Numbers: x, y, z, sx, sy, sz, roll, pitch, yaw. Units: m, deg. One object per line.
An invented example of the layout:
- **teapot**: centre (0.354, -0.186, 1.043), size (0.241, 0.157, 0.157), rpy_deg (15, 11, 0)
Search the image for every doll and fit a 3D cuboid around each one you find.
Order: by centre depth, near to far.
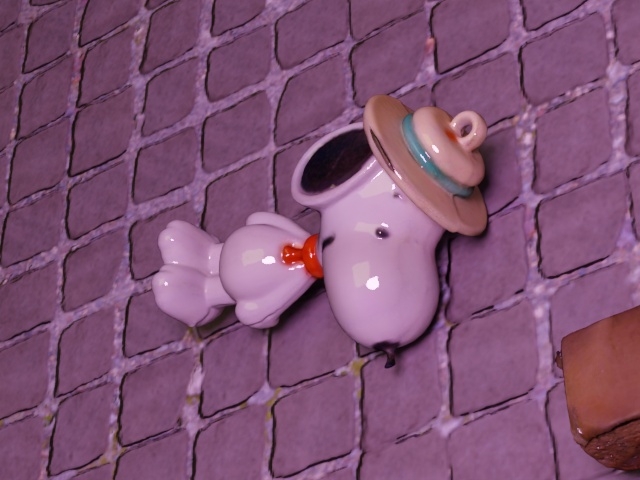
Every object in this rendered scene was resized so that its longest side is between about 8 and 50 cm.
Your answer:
- **doll**: centre (-0.004, -0.018, 1.564), size (0.271, 0.144, 0.208), rpy_deg (9, 78, 40)

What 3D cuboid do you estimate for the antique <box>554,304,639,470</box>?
- **antique**: centre (0.305, 0.061, 1.265), size (0.310, 0.093, 0.087), rpy_deg (-25, 48, 27)
